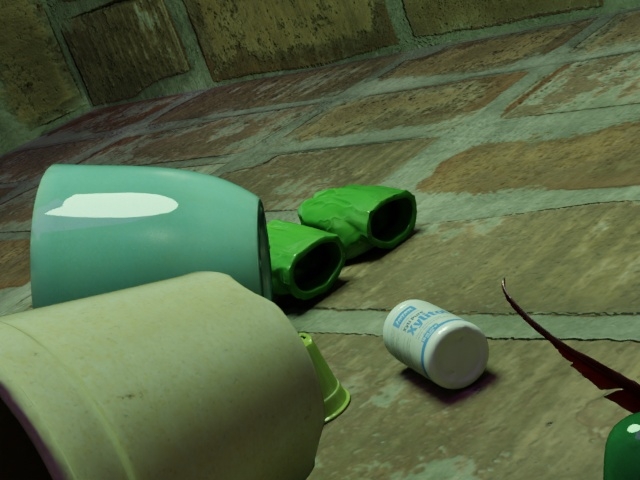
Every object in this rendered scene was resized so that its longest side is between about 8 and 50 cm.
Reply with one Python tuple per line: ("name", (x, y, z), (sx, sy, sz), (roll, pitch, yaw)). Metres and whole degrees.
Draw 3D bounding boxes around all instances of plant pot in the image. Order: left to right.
("plant pot", (-0.170, 0.172, 0.917), (0.334, 0.333, 0.305), (-3, 13, 42))
("plant pot", (-0.176, 0.047, 1.284), (0.235, 0.292, 0.293), (-5, 19, 2))
("plant pot", (-0.021, 0.141, 1.153), (0.083, 0.079, 0.083), (-19, 18, 6))

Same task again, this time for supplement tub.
("supplement tub", (0.116, 0.104, 1.131), (0.071, 0.071, 0.107), (-26, 20, -18))

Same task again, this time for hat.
("hat", (0.236, 0.125, 0.764), (0.209, 0.183, 0.173), (-12, 20, 24))

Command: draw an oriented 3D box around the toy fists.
("toy fists", (0.000, 0.000, 1.517), (0.142, 0.096, 0.279), (14, 36, 44))
